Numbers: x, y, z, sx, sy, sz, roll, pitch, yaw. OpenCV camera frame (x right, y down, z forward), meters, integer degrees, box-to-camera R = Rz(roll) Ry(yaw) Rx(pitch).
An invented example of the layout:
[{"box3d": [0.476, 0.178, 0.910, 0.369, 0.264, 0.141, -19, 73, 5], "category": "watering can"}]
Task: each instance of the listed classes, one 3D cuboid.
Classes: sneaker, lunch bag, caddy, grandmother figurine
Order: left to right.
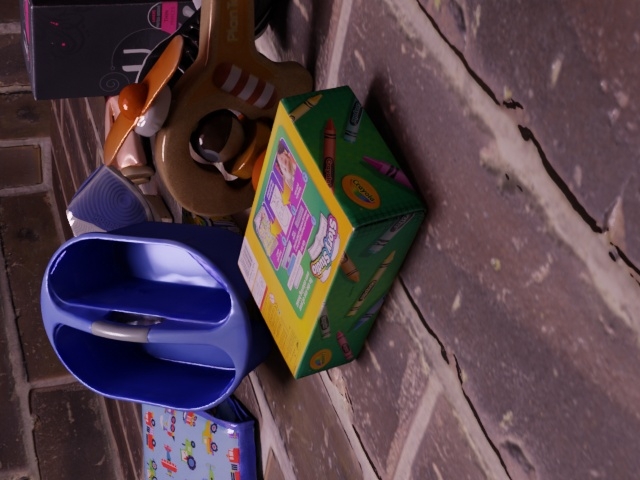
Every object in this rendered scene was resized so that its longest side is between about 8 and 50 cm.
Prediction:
[{"box3d": [-0.419, -0.292, 2.031, 0.208, 0.104, 0.342, -25, 76, 60], "category": "grandmother figurine"}, {"box3d": [-0.271, 0.019, 1.574, 0.315, 0.127, 0.182, 47, 179, -15], "category": "sneaker"}, {"box3d": [-0.228, 0.101, 1.350, 0.341, 0.179, 0.241, 5, 107, 25], "category": "caddy"}, {"box3d": [-0.133, -0.249, 1.137, 0.079, 0.217, 0.121, 40, 153, 4], "category": "sneaker"}, {"box3d": [-0.179, 0.366, 1.604, 0.293, 0.138, 0.221, 18, 111, 58], "category": "lunch bag"}]

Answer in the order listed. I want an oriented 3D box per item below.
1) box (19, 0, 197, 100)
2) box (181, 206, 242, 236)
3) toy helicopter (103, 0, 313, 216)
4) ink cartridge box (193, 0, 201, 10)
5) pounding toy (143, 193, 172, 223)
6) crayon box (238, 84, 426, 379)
[{"box3d": [-0.300, -0.320, 1.452, 0.165, 0.270, 0.143, 103, 152, -44], "category": "box"}, {"box3d": [-0.170, -0.019, 1.520, 0.169, 0.054, 0.059, -130, 37, -56], "category": "box"}, {"box3d": [-0.119, -0.191, 1.068, 0.140, 0.235, 0.355, -130, 38, -56], "category": "toy helicopter"}, {"box3d": [-0.170, -0.383, 1.268, 0.097, 0.046, 0.207, -106, -6, -51], "category": "ink cartridge box"}, {"box3d": [-0.343, -0.010, 1.954, 0.130, 0.100, 0.141, 51, 133, 53], "category": "pounding toy"}, {"box3d": [0.000, 0.000, 1.009, 0.165, 0.081, 0.278, 61, 152, 28], "category": "crayon box"}]
